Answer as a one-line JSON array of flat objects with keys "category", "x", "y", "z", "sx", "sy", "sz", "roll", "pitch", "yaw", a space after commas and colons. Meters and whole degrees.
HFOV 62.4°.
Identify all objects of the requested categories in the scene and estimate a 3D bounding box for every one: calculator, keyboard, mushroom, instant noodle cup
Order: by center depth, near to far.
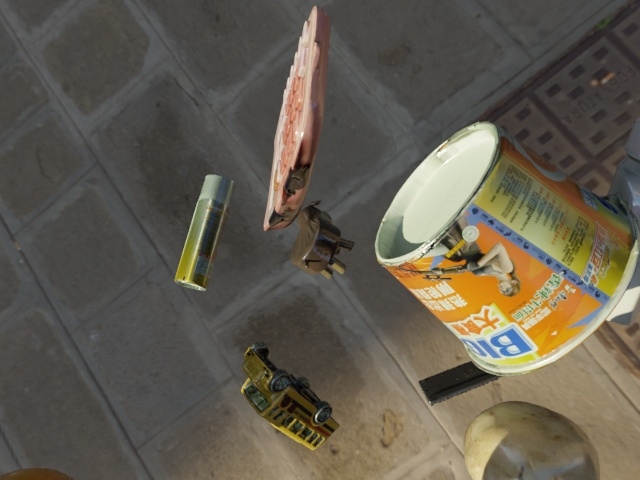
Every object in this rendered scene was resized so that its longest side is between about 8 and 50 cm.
[{"category": "mushroom", "x": 0.263, "y": 0.278, "z": 0.663, "sx": 0.166, "sy": 0.166, "sz": 0.127, "roll": 0, "pitch": 103, "yaw": 11}, {"category": "calculator", "x": -0.030, "y": -0.142, "z": 0.692, "sx": 0.048, "sy": 0.330, "sz": 0.220, "roll": 9, "pitch": 69, "yaw": -8}, {"category": "instant noodle cup", "x": 0.221, "y": 0.000, "z": 0.702, "sx": 0.214, "sy": 0.296, "sz": 0.296, "roll": 35, "pitch": 91, "yaw": -14}, {"category": "keyboard", "x": 0.294, "y": 0.270, "z": 1.047, "sx": 0.195, "sy": 0.018, "sz": 0.060, "roll": -19, "pitch": 38, "yaw": -4}]

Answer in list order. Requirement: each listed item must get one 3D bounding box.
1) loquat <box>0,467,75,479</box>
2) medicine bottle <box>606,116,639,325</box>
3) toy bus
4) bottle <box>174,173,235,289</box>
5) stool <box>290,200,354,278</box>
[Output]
[{"category": "loquat", "x": -0.503, "y": 0.523, "z": 0.887, "sx": 0.262, "sy": 0.263, "sz": 0.263, "roll": -1, "pitch": 83, "yaw": 11}, {"category": "medicine bottle", "x": 0.478, "y": -0.028, "z": 0.795, "sx": 0.111, "sy": 0.161, "sz": 0.296, "roll": 16, "pitch": 121, "yaw": 22}, {"category": "toy bus", "x": -0.078, "y": 0.369, "z": 1.223, "sx": 0.123, "sy": 0.335, "sz": 0.121, "roll": -45, "pitch": 45, "yaw": -7}, {"category": "bottle", "x": -0.285, "y": -0.023, "z": 1.319, "sx": 0.082, "sy": 0.082, "sz": 0.286, "roll": 10, "pitch": 75, "yaw": 12}, {"category": "stool", "x": 0.000, "y": 0.000, "z": 1.236, "sx": 0.121, "sy": 0.217, "sz": 0.125, "roll": 26, "pitch": 125, "yaw": -21}]
